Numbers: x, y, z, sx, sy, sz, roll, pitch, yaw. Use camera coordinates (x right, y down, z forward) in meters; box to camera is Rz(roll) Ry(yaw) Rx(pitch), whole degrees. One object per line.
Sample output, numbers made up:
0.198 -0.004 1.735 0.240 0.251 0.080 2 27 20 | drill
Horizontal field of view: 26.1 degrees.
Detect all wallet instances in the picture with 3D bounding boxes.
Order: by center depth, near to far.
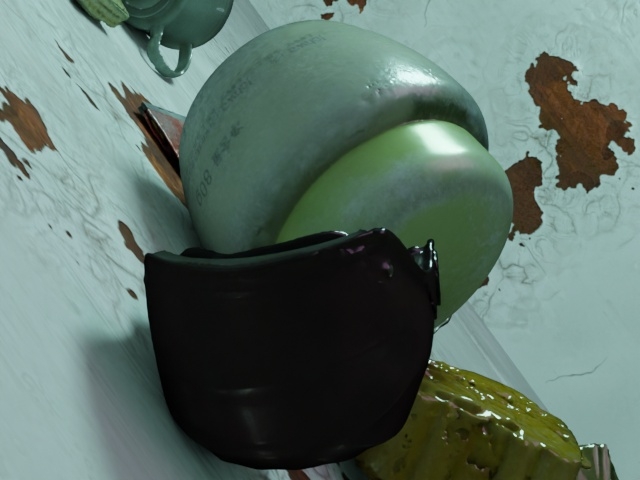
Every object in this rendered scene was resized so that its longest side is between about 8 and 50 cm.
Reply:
-0.163 -0.117 1.691 0.103 0.020 0.196 54 9 6 | wallet

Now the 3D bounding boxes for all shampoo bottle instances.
0.018 -0.062 1.449 0.317 0.322 0.322 46 4 32 | shampoo bottle

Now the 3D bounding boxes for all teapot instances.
-0.220 -0.343 1.904 0.149 0.162 0.239 0 83 -69 | teapot

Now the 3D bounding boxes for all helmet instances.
-0.012 0.090 1.093 0.305 0.225 0.177 18 64 -72 | helmet

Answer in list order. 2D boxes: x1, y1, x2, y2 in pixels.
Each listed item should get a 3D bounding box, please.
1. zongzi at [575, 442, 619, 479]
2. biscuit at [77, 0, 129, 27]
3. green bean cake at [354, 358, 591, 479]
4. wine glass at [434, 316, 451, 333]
0.350 0.497 1.604 0.447 0.181 0.418 51 24 -37 | zongzi
-0.328 -0.359 1.679 0.147 0.046 0.250 59 10 25 | biscuit
0.150 0.212 1.440 0.224 0.131 0.229 24 5 -3 | green bean cake
0.037 0.047 1.718 0.232 0.156 0.156 49 9 -4 | wine glass
